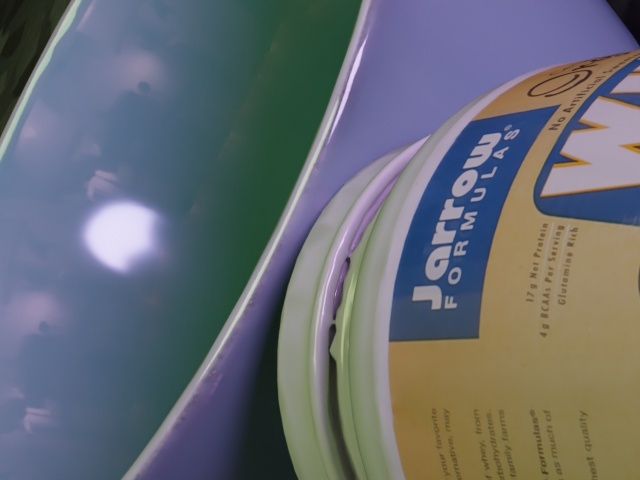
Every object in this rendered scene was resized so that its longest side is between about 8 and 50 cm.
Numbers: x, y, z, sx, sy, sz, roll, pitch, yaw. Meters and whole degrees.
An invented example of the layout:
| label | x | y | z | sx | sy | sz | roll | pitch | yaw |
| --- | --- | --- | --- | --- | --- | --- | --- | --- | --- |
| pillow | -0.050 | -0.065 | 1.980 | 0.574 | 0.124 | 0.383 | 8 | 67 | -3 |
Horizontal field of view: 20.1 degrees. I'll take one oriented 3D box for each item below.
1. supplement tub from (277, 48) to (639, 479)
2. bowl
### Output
| label | x | y | z | sx | sy | sz | roll | pitch | yaw |
| --- | --- | --- | --- | --- | --- | --- | --- | --- | --- |
| supplement tub | 0.097 | 0.026 | 0.386 | 0.200 | 0.144 | 0.144 | -7 | 60 | 53 |
| bowl | 0.000 | 0.000 | 0.616 | 0.311 | 0.163 | 0.311 | -46 | 29 | 35 |
